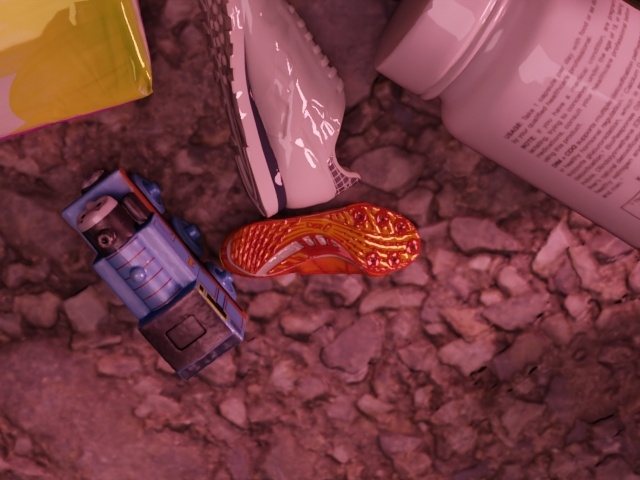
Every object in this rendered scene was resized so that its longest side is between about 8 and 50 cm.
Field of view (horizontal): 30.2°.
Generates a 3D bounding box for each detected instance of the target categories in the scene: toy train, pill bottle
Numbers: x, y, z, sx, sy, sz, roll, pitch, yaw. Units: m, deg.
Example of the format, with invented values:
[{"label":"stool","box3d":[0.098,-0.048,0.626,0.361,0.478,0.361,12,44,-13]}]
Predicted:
[{"label":"toy train","box3d":[-0.134,0.023,0.973,0.080,0.105,0.184,-35,106,9]},{"label":"pill bottle","box3d":[0.194,-0.117,0.910,0.283,0.160,0.160,30,105,-11]}]

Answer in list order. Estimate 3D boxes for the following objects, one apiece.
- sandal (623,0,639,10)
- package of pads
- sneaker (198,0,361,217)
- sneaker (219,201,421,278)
[{"label":"sandal","box3d":[0.185,-0.264,0.861,0.120,0.086,0.303,-46,73,21]},{"label":"package of pads","box3d":[-0.261,-0.221,0.868,0.229,0.101,0.296,-18,108,-12]},{"label":"sneaker","box3d":[-0.034,-0.138,0.945,0.095,0.090,0.235,-16,112,-11]},{"label":"sneaker","box3d":[0.000,0.000,1.000,0.175,0.067,0.064,0,89,-17]}]
